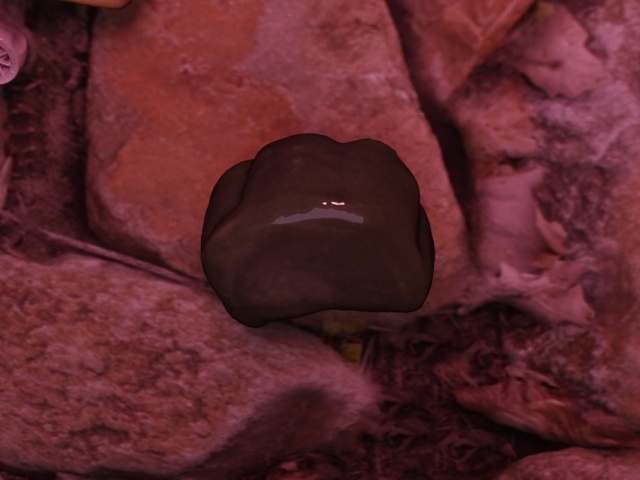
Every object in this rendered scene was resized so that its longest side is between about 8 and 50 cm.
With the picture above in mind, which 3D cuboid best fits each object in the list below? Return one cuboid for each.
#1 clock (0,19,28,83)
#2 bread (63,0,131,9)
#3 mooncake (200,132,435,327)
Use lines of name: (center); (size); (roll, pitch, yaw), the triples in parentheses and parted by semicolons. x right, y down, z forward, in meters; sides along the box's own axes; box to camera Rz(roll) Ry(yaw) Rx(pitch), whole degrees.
clock: (-0.265, -0.159, 0.965); (0.087, 0.041, 0.129); (-26, 119, 26)
bread: (-0.167, -0.198, 0.898); (0.115, 0.056, 0.082); (8, 135, -6)
mooncake: (0.000, 0.000, 1.027); (0.175, 0.104, 0.168); (18, 131, -10)
